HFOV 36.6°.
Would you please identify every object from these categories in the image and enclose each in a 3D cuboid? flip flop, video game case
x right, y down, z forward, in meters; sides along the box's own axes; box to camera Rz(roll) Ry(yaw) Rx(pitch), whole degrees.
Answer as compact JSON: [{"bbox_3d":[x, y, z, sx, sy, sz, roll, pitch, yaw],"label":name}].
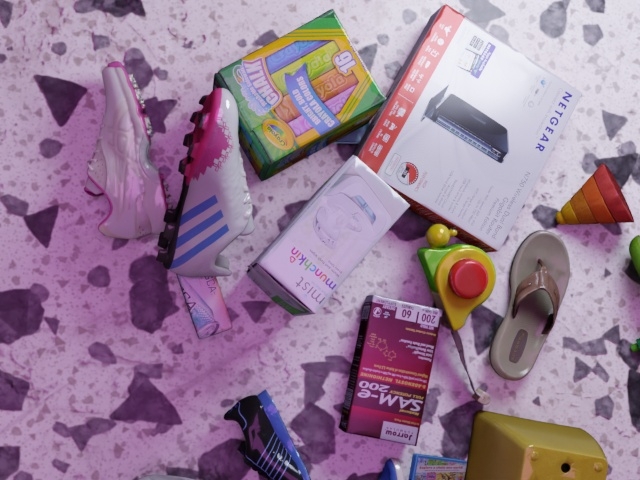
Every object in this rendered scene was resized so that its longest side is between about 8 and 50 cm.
[{"bbox_3d":[0.378,0.115,1.718,0.112,0.080,0.277,24,79,-6],"label":"flip flop"},{"bbox_3d":[0.193,0.457,1.671,0.119,0.015,0.166,15,82,-33],"label":"video game case"}]

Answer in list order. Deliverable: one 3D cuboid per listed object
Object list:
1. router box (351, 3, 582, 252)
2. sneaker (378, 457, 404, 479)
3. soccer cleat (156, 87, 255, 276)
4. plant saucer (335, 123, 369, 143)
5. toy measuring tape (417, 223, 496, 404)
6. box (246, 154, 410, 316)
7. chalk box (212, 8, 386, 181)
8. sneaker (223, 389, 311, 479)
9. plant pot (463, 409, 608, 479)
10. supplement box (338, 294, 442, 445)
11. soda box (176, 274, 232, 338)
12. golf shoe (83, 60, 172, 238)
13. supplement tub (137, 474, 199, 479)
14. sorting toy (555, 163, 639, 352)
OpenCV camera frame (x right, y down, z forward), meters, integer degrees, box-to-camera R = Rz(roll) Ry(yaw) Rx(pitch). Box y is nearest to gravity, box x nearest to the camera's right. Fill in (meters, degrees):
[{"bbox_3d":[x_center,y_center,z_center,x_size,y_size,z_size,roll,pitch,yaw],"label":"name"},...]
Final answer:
[{"bbox_3d":[0.255,-0.195,1.720,0.301,0.082,0.335,30,81,-8],"label":"router box"},{"bbox_3d":[0.093,0.449,1.660,0.085,0.058,0.152,6,91,-16],"label":"sneaker"},{"bbox_3d":[-0.159,-0.084,1.536,0.143,0.116,0.331,12,120,-15],"label":"soccer cleat"},{"bbox_3d":[-0.007,-0.205,1.725,0.192,0.018,0.067,0,85,-7],"label":"plant saucer"},{"bbox_3d":[0.269,0.120,1.696,0.121,0.121,0.330,-23,98,-10],"label":"toy measuring tape"},{"bbox_3d":[0.000,0.000,1.584,0.127,0.262,0.231,41,80,-3],"label":"box"},{"bbox_3d":[-0.068,-0.222,1.620,0.289,0.180,0.179,-31,89,-8],"label":"chalk box"},{"bbox_3d":[-0.081,0.372,1.635,0.090,0.081,0.232,-26,82,-7],"label":"sneaker"},{"bbox_3d":[0.374,0.417,1.639,0.212,0.187,0.212,12,84,-8],"label":"plant pot"},{"bbox_3d":[0.121,0.224,1.677,0.130,0.073,0.239,12,84,-7],"label":"supplement box"},{"bbox_3d":[-0.208,0.073,1.650,0.063,0.058,0.183,-19,87,-10],"label":"soda box"},{"bbox_3d":[-0.341,-0.148,1.626,0.140,0.115,0.306,-14,86,-6],"label":"golf shoe"},{"bbox_3d":[-0.234,0.525,1.538,0.191,0.191,0.272,14,83,-7],"label":"supplement tub"},{"bbox_3d":[0.540,0.048,1.756,0.126,0.127,0.365,-25,92,20],"label":"sorting toy"}]
